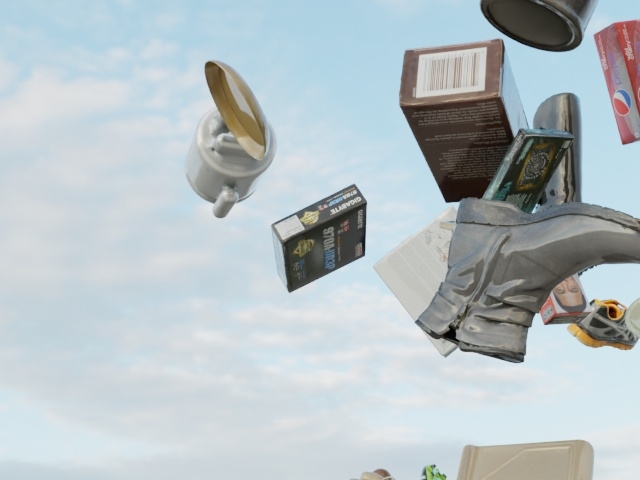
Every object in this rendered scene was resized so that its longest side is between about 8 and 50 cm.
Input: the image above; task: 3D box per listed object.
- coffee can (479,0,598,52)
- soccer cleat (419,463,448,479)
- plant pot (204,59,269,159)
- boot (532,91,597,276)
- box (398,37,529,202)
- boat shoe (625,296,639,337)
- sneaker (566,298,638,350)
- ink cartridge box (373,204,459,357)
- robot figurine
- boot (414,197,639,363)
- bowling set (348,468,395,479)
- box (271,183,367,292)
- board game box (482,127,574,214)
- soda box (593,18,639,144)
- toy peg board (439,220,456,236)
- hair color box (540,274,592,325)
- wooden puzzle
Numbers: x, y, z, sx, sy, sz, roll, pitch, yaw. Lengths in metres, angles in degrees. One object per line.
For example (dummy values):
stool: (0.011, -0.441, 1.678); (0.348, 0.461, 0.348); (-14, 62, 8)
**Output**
coffee can: (0.443, -0.521, 1.814); (0.202, 0.275, 0.201); (25, -9, 4)
soccer cleat: (0.191, 0.462, 1.771); (0.072, 0.060, 0.179); (-44, 0, 15)
plant pot: (-0.171, -0.281, 2.063); (0.032, 0.236, 0.236); (-31, -18, -15)
boot: (0.595, -0.150, 2.307); (0.146, 0.444, 0.367); (12, -22, -8)
box: (0.297, -0.221, 1.899); (0.191, 0.143, 0.381); (-3, -29, 20)
boat shoe: (0.675, 0.162, 1.587); (0.340, 0.127, 0.113); (1, -34, 33)
sneaker: (0.544, 0.150, 1.807); (0.215, 0.084, 0.083); (2, -59, -48)
ink cartridge box: (0.297, 0.094, 2.275); (0.239, 0.275, 0.060); (-38, -19, 3)
robot figurine: (-0.227, -0.209, 2.415); (0.200, 0.299, 0.353); (11, -21, -13)
boot: (0.299, 0.067, 1.326); (0.118, 0.222, 0.338); (30, -17, -39)
bowling set: (0.158, 0.589, 2.176); (0.154, 0.200, 0.286); (13, -50, 18)
box: (0.000, 0.000, 1.828); (0.175, 0.051, 0.220); (-26, -25, -12)
board game box: (0.383, -0.125, 1.827); (0.126, 0.026, 0.186); (-1, -50, -33)
soda box: (0.693, -0.351, 2.157); (0.092, 0.263, 0.083); (-12, -5, -20)
toy peg board: (0.352, 0.005, 2.000); (0.161, 0.079, 0.161); (-3, 8, -24)
hair color box: (0.373, 0.063, 1.558); (0.072, 0.141, 0.043); (-1, -31, -23)
wooden puzzle: (0.355, 0.446, 1.713); (0.239, 0.221, 0.044); (-6, -55, 24)
